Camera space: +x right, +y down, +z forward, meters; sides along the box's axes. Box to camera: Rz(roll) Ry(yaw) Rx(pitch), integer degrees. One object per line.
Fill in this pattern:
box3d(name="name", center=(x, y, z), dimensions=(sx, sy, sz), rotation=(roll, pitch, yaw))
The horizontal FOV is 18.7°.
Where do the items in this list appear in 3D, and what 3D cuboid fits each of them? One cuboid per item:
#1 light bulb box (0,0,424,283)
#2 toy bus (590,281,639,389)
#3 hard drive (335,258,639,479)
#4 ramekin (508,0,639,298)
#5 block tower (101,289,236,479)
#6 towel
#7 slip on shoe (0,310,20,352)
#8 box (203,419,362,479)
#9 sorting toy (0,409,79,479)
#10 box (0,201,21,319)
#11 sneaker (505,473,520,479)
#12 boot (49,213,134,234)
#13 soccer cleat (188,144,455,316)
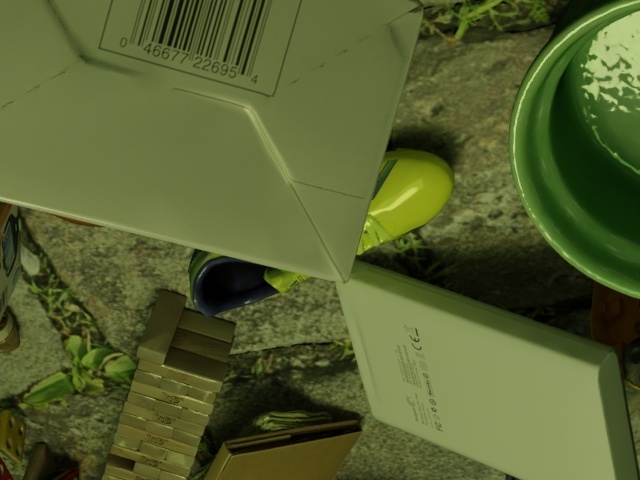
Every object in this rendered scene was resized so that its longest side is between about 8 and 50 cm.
box3d(name="light bulb box", center=(-0.165, -0.142, 1.513), dimensions=(0.357, 0.361, 0.225), rotation=(14, 97, -22))
box3d(name="toy bus", center=(0.393, 0.081, 1.812), dimensions=(0.220, 0.149, 0.211), rotation=(-26, 135, 32))
box3d(name="hard drive", center=(0.160, 0.142, 1.875), dimensions=(0.307, 0.040, 0.203), rotation=(19, 139, 37))
box3d(name="ramekin", center=(0.318, -0.107, 1.635), dimensions=(0.303, 0.148, 0.303), rotation=(7, 125, 10))
box3d(name="block tower", center=(-0.172, 0.209, 2.073), dimensions=(0.097, 0.091, 0.335), rotation=(17, 132, -2))
box3d(name="towel", center=(-0.063, 0.228, 2.063), dimensions=(0.110, 0.027, 0.148), rotation=(11, 131, -47))
box3d(name="slip on shoe", center=(-0.384, 0.105, 2.066), dimensions=(0.135, 0.051, 0.041), rotation=(-11, 138, 14))
box3d(name="box", center=(-0.061, 0.266, 2.074), dimensions=(0.164, 0.021, 0.201), rotation=(-7, 143, -32))
box3d(name="sorting toy", center=(-0.293, 0.309, 2.156), dimensions=(0.046, 0.132, 0.275), rotation=(-8, 127, 18))
box3d(name="box", center=(-0.325, 0.018, 1.954), dimensions=(0.028, 0.081, 0.136), rotation=(7, 131, 6))
box3d(name="sneaker", center=(0.225, 0.220, 1.989), dimensions=(0.083, 0.087, 0.221), rotation=(1, 130, 12))
box3d(name="boot", center=(-0.174, -0.121, 1.791), dimensions=(0.220, 0.109, 0.283), rotation=(18, 120, -12))
box3d(name="soccer cleat", center=(0.000, 0.001, 1.835), dimensions=(0.289, 0.121, 0.093), rotation=(-21, 121, 27))
